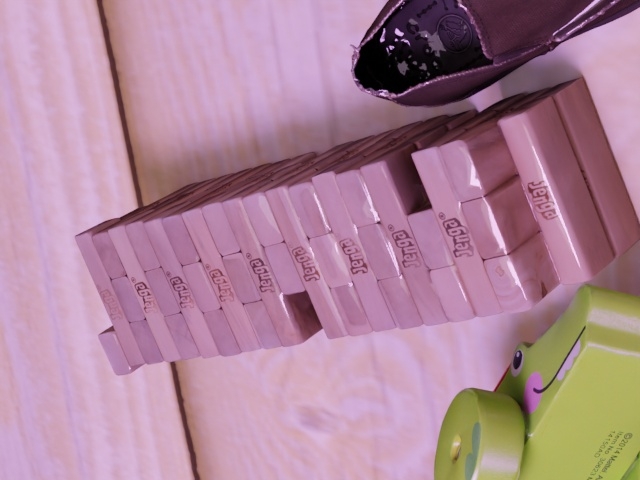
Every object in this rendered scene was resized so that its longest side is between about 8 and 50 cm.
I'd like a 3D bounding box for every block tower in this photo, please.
[{"bbox_3d":[0.000,0.000,0.792,0.335,0.091,0.097,-14,102,43],"label":"block tower"}]

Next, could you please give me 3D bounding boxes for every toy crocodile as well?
[{"bbox_3d":[0.104,0.153,0.784,0.115,0.105,0.341,9,127,-12],"label":"toy crocodile"}]

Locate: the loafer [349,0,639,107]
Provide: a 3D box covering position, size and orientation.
[{"bbox_3d":[0.094,-0.117,0.658,0.080,0.078,0.220,54,135,3],"label":"loafer"}]
